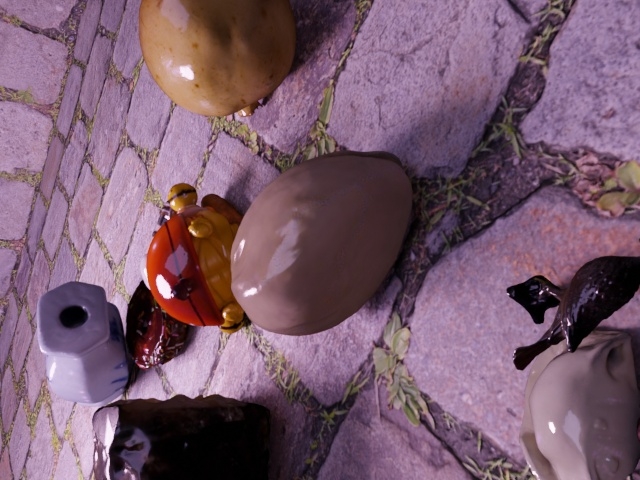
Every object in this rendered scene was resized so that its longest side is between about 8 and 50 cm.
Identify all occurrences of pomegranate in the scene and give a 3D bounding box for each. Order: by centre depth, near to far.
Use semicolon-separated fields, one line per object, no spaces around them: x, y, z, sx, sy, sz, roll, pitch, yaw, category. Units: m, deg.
-0.188;-0.383;0.909;0.319;0.319;0.319;-11;75;45;pomegranate

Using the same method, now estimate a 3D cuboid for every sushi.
-0.234;0.418;0.808;0.281;0.299;0.294;138;131;-62;sushi

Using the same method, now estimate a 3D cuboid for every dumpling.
0.247;0.174;0.478;0.134;0.099;0.170;148;126;-66;dumpling

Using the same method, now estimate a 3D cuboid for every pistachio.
0.000;0.000;0.703;0.226;0.208;0.332;37;99;-2;pistachio

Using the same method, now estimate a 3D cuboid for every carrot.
-0.185;-0.034;1.005;0.248;0.059;0.059;39;111;39;carrot

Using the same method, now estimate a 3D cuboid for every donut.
-0.404;0.202;1.169;0.235;0.089;0.235;-11;75;45;donut

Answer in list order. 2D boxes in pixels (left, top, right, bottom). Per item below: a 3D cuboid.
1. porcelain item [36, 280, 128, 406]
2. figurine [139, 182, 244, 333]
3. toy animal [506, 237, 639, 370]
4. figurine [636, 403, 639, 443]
-0.595;0.285;1.213;0.405;0.178;0.243;109;144;-52;porcelain item
-0.238;0.051;0.905;0.323;0.196;0.320;-1;113;59;figurine
0.275;0.051;0.468;0.202;0.070;0.105;-34;31;29;toy animal
0.344;0.131;0.362;0.174;0.115;0.240;34;107;44;figurine
